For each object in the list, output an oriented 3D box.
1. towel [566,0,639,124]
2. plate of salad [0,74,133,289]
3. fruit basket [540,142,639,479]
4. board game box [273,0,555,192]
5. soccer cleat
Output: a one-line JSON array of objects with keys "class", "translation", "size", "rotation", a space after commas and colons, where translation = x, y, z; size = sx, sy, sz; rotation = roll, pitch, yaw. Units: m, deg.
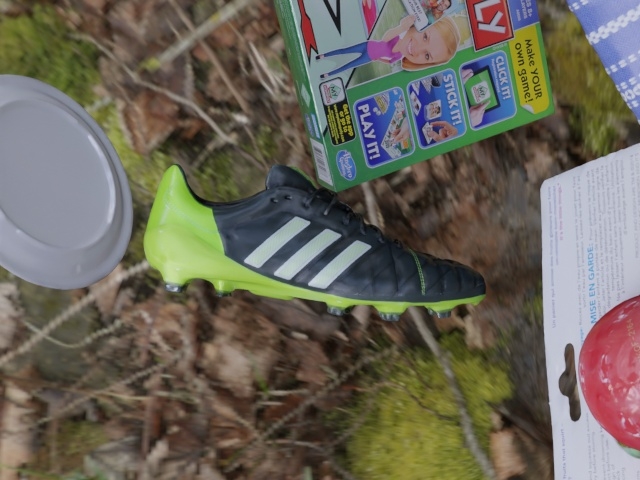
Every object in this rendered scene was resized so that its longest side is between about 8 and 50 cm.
[{"class": "towel", "translation": [0.207, -0.194, 0.754], "size": [0.243, 0.040, 0.336], "rotation": [-28, 96, 40]}, {"class": "plate of salad", "translation": [-0.246, -0.048, 1.318], "size": [0.048, 0.200, 0.200], "rotation": [-28, 77, 38]}, {"class": "fruit basket", "translation": [0.285, 0.072, 1.058], "size": [0.165, 0.353, 0.327], "rotation": [8, 72, -27]}, {"class": "board game box", "translation": [0.064, -0.222, 1.239], "size": [0.213, 0.046, 0.317], "rotation": [-20, 111, -16]}, {"class": "soccer cleat", "translation": [0.000, 0.000, 0.784], "size": [0.178, 0.060, 0.072], "rotation": [8, 90, -5]}]
